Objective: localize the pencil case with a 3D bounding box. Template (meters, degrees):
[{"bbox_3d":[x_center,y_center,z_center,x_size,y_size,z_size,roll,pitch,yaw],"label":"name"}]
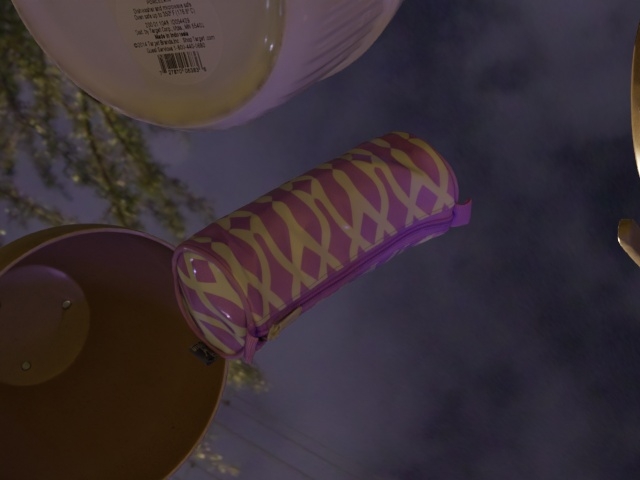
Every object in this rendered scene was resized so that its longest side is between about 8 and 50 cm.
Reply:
[{"bbox_3d":[0.000,0.000,0.708,0.206,0.086,0.088,-33,-131,-32],"label":"pencil case"}]

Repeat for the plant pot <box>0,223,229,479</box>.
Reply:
[{"bbox_3d":[-0.260,0.109,1.091,0.191,0.284,0.284,19,-101,54],"label":"plant pot"}]

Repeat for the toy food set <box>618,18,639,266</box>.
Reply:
[{"bbox_3d":[0.197,-0.075,0.578,0.039,0.132,0.192,2,-102,29],"label":"toy food set"}]

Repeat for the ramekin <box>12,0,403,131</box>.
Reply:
[{"bbox_3d":[-0.064,-0.153,0.539,0.207,0.207,0.109,7,-144,26],"label":"ramekin"}]
